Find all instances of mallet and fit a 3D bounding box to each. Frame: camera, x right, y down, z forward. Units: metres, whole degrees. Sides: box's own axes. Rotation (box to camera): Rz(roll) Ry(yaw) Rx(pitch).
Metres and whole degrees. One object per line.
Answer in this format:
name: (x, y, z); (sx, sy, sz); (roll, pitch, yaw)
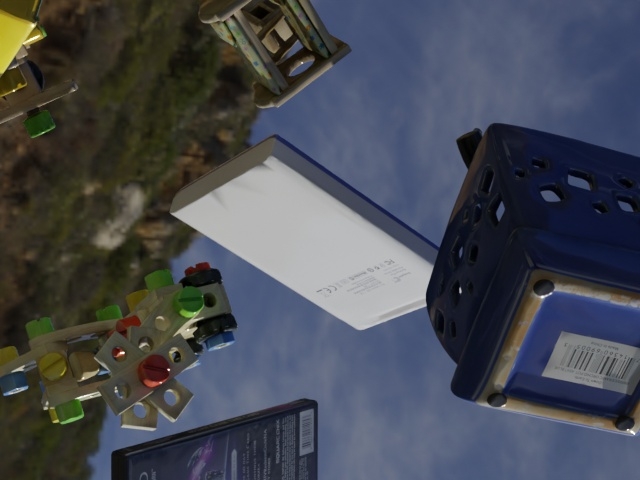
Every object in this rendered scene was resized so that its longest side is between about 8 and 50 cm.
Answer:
mallet: (0.223, -0.148, 1.772); (0.062, 0.039, 0.190); (63, 14, -17)

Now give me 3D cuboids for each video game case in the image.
video game case: (-0.094, 0.273, 1.183); (0.026, 0.274, 0.196); (5, -83, 38)

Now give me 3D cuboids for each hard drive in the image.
hard drive: (0.000, 0.000, 1.510); (0.210, 0.318, 0.040); (-25, -139, 46)

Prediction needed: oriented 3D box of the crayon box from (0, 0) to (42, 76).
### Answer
crayon box: (-0.421, -0.194, 0.994); (0.363, 0.313, 0.106); (-31, -134, 55)

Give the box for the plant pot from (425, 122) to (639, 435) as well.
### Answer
plant pot: (0.247, 0.052, 1.200); (0.212, 0.235, 0.236); (-89, -167, -57)

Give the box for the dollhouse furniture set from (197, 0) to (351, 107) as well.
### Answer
dollhouse furniture set: (-0.083, -0.240, 1.160); (0.101, 0.182, 0.161); (-38, -148, -7)

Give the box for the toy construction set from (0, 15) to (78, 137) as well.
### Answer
toy construction set: (-0.402, -0.204, 1.390); (0.257, 0.308, 0.237); (10, -55, 54)

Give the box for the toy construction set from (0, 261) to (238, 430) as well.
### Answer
toy construction set: (-0.213, 0.117, 1.318); (0.327, 0.215, 0.151); (-10, -87, 59)
